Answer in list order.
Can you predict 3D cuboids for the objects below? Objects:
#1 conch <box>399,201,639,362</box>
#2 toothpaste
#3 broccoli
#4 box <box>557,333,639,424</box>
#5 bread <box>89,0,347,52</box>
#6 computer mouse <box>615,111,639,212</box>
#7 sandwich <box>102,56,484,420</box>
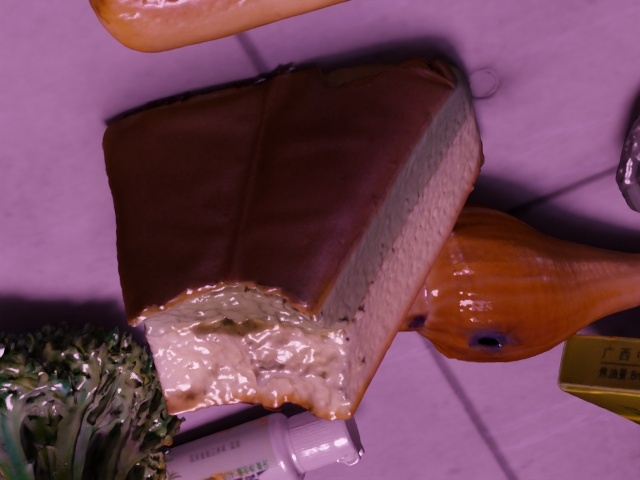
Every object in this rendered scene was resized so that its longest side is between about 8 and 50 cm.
[{"bbox_3d":[0.136,0.034,1.202,0.330,0.093,0.109,6,131,-19],"label":"conch"},{"bbox_3d":[-0.124,0.176,1.318,0.314,0.056,0.058,-20,96,12],"label":"toothpaste"},{"bbox_3d":[-0.175,0.161,1.182,0.194,0.194,0.220,30,113,-35],"label":"broccoli"},{"bbox_3d":[0.327,0.107,1.211,0.311,0.043,0.173,2,165,40],"label":"box"},{"bbox_3d":[0.023,-0.192,0.951,0.305,0.091,0.142,-15,129,2],"label":"bread"},{"bbox_3d":[0.255,-0.082,1.139,0.105,0.062,0.192,18,134,-29],"label":"computer mouse"},{"bbox_3d":[0.000,0.000,1.072,0.220,0.186,0.108,-14,138,0],"label":"sandwich"}]
